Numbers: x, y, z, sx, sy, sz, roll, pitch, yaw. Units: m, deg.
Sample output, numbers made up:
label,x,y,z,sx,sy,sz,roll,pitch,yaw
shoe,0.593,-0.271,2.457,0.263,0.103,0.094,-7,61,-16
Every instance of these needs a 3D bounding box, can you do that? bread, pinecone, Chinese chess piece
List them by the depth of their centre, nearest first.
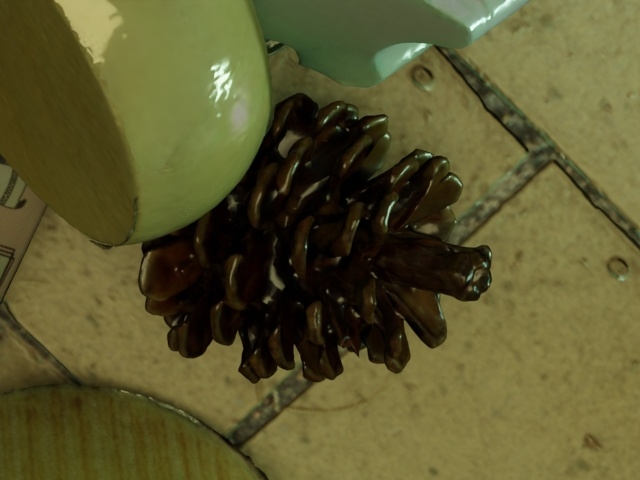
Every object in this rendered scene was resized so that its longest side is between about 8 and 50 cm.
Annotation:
label,x,y,z,sx,sy,sz,roll,pitch,yaw
Chinese chess piece,-0.131,-0.118,0.880,0.097,0.251,0.251,-35,102,-24
pinecone,0.001,-0.001,1.018,0.212,0.168,0.185,-1,116,10
bread,-0.131,0.197,1.020,0.267,0.267,0.040,24,128,-7

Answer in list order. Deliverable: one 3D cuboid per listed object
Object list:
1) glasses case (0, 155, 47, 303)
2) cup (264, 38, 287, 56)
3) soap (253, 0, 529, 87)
label,x,y,z,sx,sy,sz,roll,pitch,yaw
glasses case,-0.231,-0.039,1.042,0.122,0.075,0.314,26,98,-14
cup,-0.057,-0.163,0.996,0.120,0.141,0.120,0,100,-1
soap,0.070,-0.233,0.919,0.347,0.115,0.208,-37,102,-29
